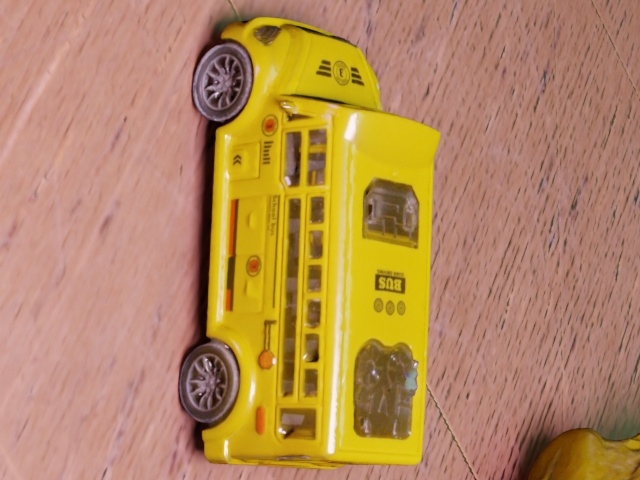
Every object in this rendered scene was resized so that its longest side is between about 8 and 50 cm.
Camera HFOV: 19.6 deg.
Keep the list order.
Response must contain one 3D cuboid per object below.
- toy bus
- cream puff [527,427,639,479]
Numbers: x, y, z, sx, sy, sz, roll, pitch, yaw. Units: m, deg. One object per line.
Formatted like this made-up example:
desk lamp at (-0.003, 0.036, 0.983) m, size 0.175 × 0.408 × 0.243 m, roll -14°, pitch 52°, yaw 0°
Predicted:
toy bus at (0.000, 0.000, 1.349) m, size 0.144 × 0.152 × 0.330 m, roll 10°, pitch 79°, yaw -47°
cream puff at (0.259, 0.307, 1.587) m, size 0.274 × 0.270 × 0.323 m, roll 27°, pitch 61°, yaw -7°
